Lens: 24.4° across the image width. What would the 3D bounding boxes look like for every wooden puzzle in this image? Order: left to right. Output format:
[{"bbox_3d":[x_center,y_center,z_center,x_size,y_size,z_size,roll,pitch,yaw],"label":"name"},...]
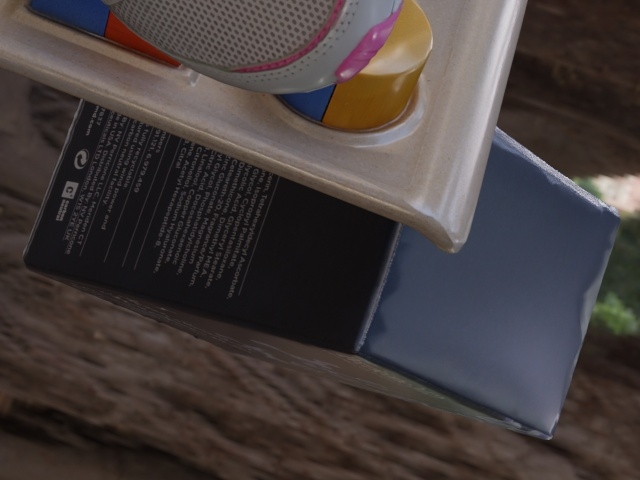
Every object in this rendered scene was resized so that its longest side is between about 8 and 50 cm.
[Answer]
[{"bbox_3d":[-0.028,-0.183,0.923,0.080,0.348,0.322,121,-8,-47],"label":"wooden puzzle"}]

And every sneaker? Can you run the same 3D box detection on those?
[{"bbox_3d":[-0.084,-0.137,0.470,0.103,0.252,0.111,-51,174,19],"label":"sneaker"}]

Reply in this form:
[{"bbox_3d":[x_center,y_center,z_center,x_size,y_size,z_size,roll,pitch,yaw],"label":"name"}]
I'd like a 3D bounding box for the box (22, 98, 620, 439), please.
[{"bbox_3d":[0.000,0.000,1.273,0.293,0.395,0.212,28,77,-47],"label":"box"}]
